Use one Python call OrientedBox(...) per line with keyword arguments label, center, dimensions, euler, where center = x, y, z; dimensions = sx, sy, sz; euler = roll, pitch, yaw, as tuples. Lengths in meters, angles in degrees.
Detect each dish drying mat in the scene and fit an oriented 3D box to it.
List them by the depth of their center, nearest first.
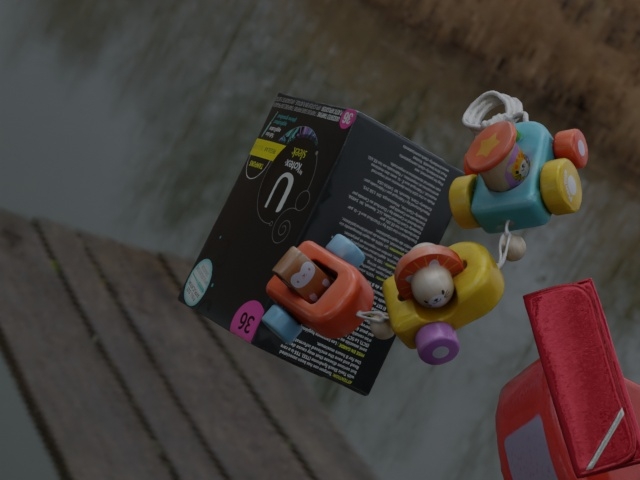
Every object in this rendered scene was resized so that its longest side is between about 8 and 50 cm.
OrientedBox(label="dish drying mat", center=(0.113, 0.058, 0.618), dimensions=(0.008, 0.032, 0.083), euler=(59, 17, -69))

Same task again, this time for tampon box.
OrientedBox(label="tampon box", center=(0.000, 0.000, 0.959), dimensions=(0.101, 0.161, 0.120), euler=(27, -3, -30))

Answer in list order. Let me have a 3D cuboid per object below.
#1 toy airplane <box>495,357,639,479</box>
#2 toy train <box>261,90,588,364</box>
OrientedBox(label="toy airplane", center=(0.270, 0.269, 0.832), dimensions=(0.384, 0.386, 0.272), euler=(16, 40, 36))
OrientedBox(label="toy train", center=(0.043, -0.011, 0.671), dimensions=(0.125, 0.166, 0.046), euler=(38, -8, 49))
